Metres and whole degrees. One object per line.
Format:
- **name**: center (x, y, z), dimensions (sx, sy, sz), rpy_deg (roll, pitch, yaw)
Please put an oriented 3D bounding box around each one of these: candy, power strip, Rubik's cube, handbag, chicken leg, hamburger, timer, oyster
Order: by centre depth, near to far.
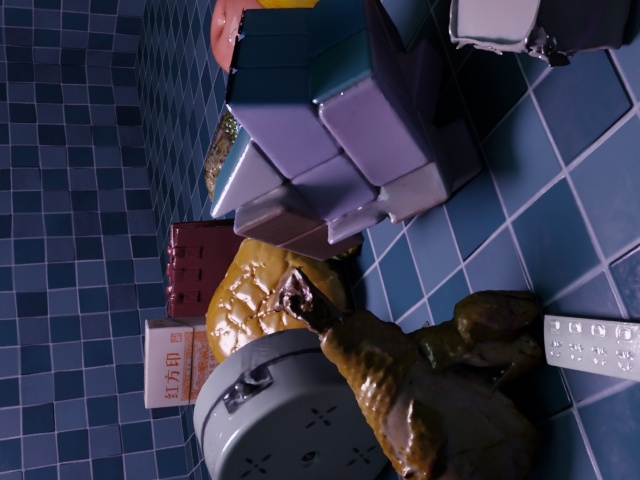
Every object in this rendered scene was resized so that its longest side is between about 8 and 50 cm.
- **power strip**: center (0.319, 0.114, 0.766), dimensions (0.252, 0.027, 0.060), rpy_deg (175, 93, -68)
- **candy**: center (0.240, -0.290, 0.774), dimensions (0.185, 0.137, 0.195), rpy_deg (-142, 52, -62)
- **chicken leg**: center (0.133, 0.145, 0.923), dimensions (0.295, 0.409, 0.182), rpy_deg (-49, 4, 10)
- **Rubik's cube**: center (0.019, -0.166, 1.065), dimensions (0.358, 0.368, 0.387), rpy_deg (-23, 39, 22)
- **power strip**: center (-0.049, 0.319, 1.258), dimensions (0.161, 0.357, 0.357), rpy_deg (-126, 39, -50)
- **hamburger**: center (-0.096, 0.142, 1.432), dimensions (0.158, 0.318, 0.318), rpy_deg (22, -122, -66)
- **timer**: center (-0.113, -0.437, 1.506), dimensions (0.229, 0.215, 0.229), rpy_deg (178, 90, -68)
- **handbag**: center (-0.242, 0.071, 1.794), dimensions (0.084, 0.275, 0.260), rpy_deg (-136, 47, -57)
- **oyster**: center (-0.301, -0.248, 2.158), dimensions (0.166, 0.094, 0.294), rpy_deg (115, 152, -63)

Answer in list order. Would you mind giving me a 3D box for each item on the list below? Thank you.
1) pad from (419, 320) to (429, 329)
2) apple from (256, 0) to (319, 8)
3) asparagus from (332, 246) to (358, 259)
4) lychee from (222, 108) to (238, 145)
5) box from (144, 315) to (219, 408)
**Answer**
- **pad**: center (0.176, 0.241, 1.157), dimensions (0.127, 0.004, 0.190), rpy_deg (116, 144, -49)
- **apple**: center (-0.044, -0.534, 1.264), dimensions (0.301, 0.301, 0.301), rpy_deg (177, 90, -68)
- **asparagus**: center (-0.002, -0.001, 1.486), dimensions (0.277, 0.060, 0.067), rpy_deg (-174, 88, -67)
- **lychee**: center (-0.141, -0.269, 1.685), dimensions (0.171, 0.171, 0.171), rpy_deg (177, 90, -68)
- **box**: center (-0.201, 0.259, 1.595), dimensions (0.051, 0.365, 0.204), rpy_deg (-125, 38, -59)
